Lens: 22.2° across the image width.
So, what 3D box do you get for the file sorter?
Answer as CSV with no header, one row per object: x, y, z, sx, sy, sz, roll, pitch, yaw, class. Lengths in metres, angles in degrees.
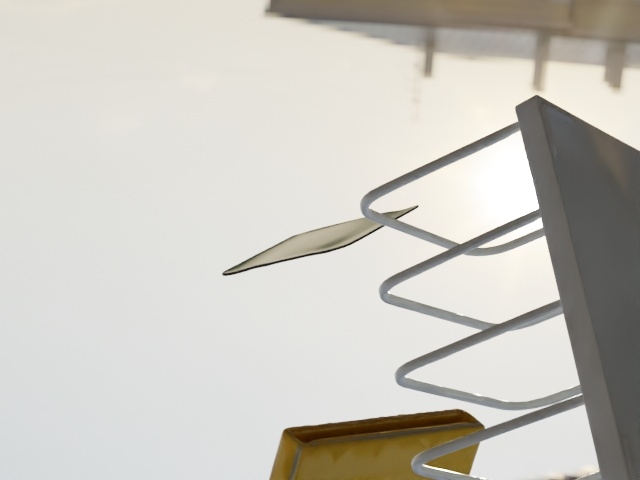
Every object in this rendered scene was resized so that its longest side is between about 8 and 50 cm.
0.158,0.081,1.120,0.173,0.277,0.193,-26,152,32,file sorter

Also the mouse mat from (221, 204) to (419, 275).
0.000,0.000,1.788,0.190,0.007,0.152,-12,-169,40,mouse mat

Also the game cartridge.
0.031,0.350,1.859,0.285,0.323,0.053,0,-154,-41,game cartridge
